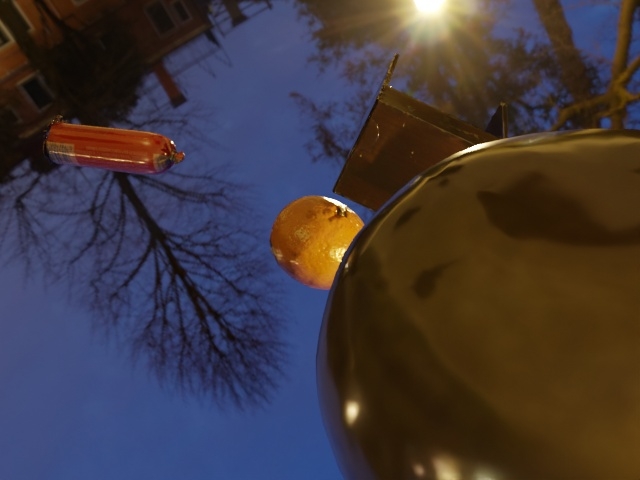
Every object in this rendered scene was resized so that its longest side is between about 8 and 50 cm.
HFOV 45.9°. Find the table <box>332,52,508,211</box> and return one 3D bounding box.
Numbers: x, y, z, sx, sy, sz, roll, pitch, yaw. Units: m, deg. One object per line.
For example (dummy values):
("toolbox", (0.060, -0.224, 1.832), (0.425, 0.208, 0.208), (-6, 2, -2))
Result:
("table", (0.191, -0.175, 1.392), (0.282, 0.250, 0.196), (-70, -176, -58))

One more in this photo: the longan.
("longan", (0.175, 0.087, 0.499), (0.360, 0.361, 0.361), (-22, -150, 14))

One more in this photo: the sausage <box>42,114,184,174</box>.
("sausage", (-0.193, -0.089, 0.722), (0.145, 0.048, 0.050), (8, -120, 19))

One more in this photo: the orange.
("orange", (-0.001, 0.002, 1.331), (0.155, 0.177, 0.177), (-52, -152, 9))
